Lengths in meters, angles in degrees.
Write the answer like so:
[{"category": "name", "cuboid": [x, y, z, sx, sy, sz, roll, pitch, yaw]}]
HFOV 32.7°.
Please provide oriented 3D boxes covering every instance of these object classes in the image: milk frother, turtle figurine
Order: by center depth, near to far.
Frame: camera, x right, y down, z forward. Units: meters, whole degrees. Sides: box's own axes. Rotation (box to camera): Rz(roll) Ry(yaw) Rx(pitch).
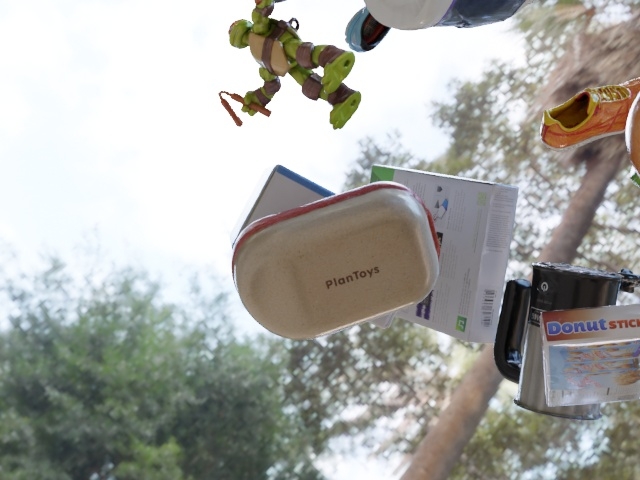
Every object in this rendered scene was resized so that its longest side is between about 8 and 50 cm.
[{"category": "milk frother", "cuboid": [0.250, 0.091, 1.039, 0.129, 0.143, 0.135, -157, -106, -72]}, {"category": "turtle figurine", "cuboid": [-0.046, -0.225, 1.388, 0.217, 0.087, 0.270, 34, -39, 28]}]

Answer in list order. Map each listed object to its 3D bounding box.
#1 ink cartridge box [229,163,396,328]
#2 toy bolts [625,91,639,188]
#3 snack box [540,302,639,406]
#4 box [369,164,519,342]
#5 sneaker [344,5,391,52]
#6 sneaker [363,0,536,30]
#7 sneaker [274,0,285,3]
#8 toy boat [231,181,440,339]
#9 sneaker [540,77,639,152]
[{"category": "ink cartridge box", "cuboid": [0.000, 0.000, 1.497, 0.223, 0.129, 0.307, 27, 0, -6]}, {"category": "toy bolts", "cuboid": [0.327, -0.127, 0.733, 0.218, 0.158, 0.229, 8, -85, 7]}, {"category": "snack box", "cuboid": [0.172, 0.076, 0.685, 0.064, 0.022, 0.178, -5, -21, 11]}, {"category": "box", "cuboid": [0.168, 0.011, 1.685, 0.322, 0.058, 0.232, 17, -81, 57]}, {"category": "sneaker", "cuboid": [0.094, -0.320, 1.466, 0.063, 0.073, 0.162, 23, -76, -18]}, {"category": "sneaker", "cuboid": [0.161, -0.331, 0.906, 0.130, 0.236, 0.323, 37, -50, 31]}, {"category": "sneaker", "cuboid": [-0.003, -0.449, 1.610, 0.126, 0.127, 0.321, 27, -51, -29]}, {"category": "toy boat", "cuboid": [0.012, 0.009, 1.236, 0.151, 0.231, 0.151, -111, -176, -63]}, {"category": "sneaker", "cuboid": [0.364, -0.170, 1.404, 0.064, 0.175, 0.067, 54, -17, 33]}]
